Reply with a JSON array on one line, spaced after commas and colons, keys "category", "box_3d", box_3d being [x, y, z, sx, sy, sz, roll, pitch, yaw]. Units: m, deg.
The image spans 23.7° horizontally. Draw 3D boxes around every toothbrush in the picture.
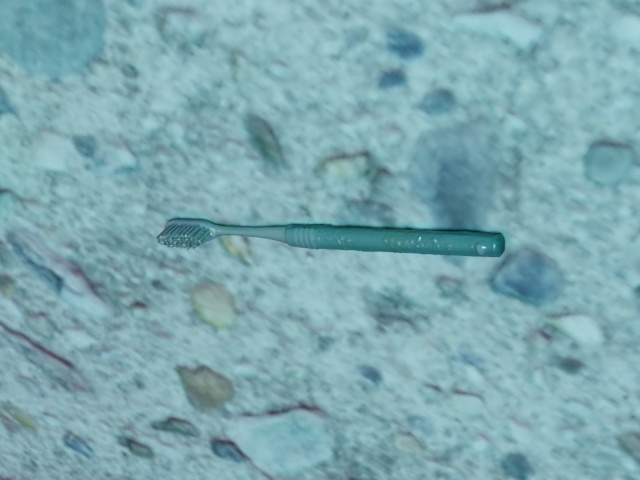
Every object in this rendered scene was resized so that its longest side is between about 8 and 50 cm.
[{"category": "toothbrush", "box_3d": [0.000, 0.000, 0.646, 0.167, 0.014, 0.011, 3, 121, 30]}]
